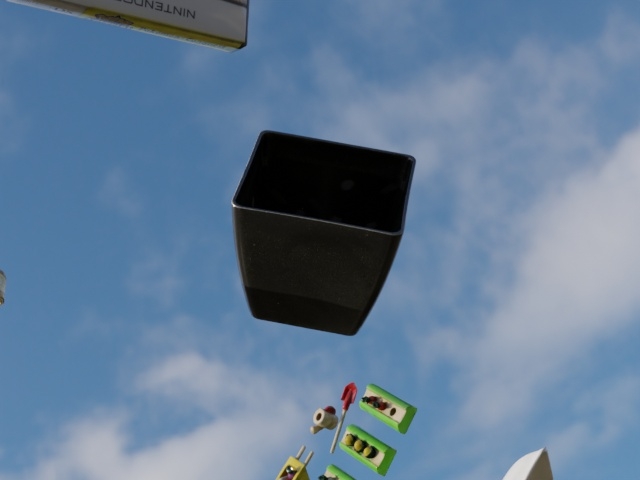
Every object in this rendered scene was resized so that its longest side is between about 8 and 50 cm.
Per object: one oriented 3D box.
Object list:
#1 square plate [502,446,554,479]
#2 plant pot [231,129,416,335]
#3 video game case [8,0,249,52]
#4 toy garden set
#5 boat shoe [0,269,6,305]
[{"bbox_3d":[0.193,0.450,1.658,0.347,0.049,0.344,-55,-27,-19],"label":"square plate"},{"bbox_3d":[0.000,0.000,1.530,0.188,0.187,0.167,9,-58,4],"label":"plant pot"},{"bbox_3d":[-0.176,-0.335,1.263,0.248,0.275,0.035,8,-11,-32],"label":"video game case"},{"bbox_3d":[0.019,0.321,1.989,0.049,0.204,0.244,28,-93,-33],"label":"toy garden set"},{"bbox_3d":[-0.415,0.083,1.488,0.153,0.048,0.056,-28,-44,14],"label":"boat shoe"}]
